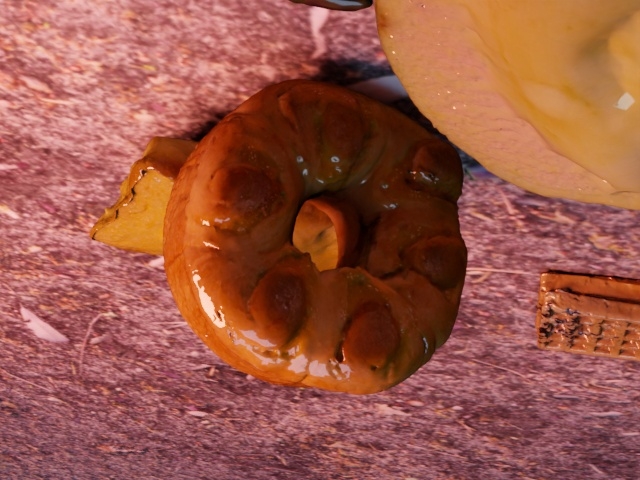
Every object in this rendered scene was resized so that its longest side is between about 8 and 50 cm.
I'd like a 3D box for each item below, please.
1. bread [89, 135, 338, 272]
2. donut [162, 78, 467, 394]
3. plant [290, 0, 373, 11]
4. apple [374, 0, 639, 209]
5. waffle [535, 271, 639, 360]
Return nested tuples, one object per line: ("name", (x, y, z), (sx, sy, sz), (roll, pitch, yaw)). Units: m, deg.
("bread", (-0.057, -0.023, 1.041), (0.233, 0.088, 0.161), (18, 159, -23))
("donut", (-0.002, -0.002, 0.906), (0.226, 0.227, 0.114), (20, 160, -20))
("plant", (-0.142, -0.169, 0.683), (0.251, 0.180, 0.333), (11, 160, 24))
("apple", (0.132, -0.122, 0.730), (0.193, 0.120, 0.265), (11, 155, 28))
("waffle", (0.268, 0.071, 1.159), (0.148, 0.042, 0.102), (7, 154, 9))
